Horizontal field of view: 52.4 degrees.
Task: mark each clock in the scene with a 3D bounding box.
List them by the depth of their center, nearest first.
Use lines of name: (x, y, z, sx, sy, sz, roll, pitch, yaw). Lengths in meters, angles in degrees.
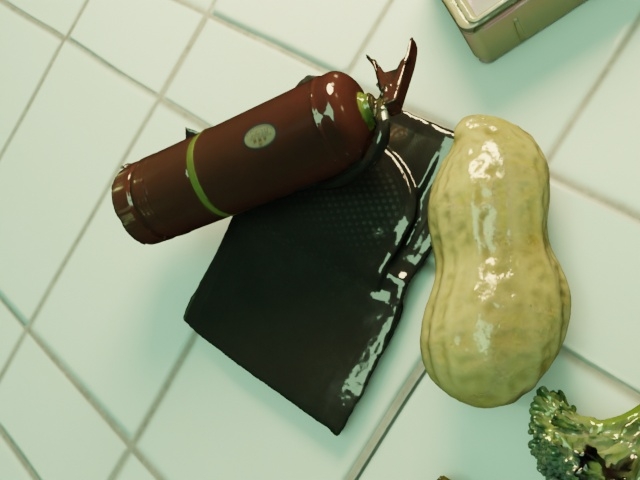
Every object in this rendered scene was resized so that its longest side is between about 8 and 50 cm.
clock: (0.200, -0.286, 0.624, 0.192, 0.071, 0.147, -31, 65, 19)

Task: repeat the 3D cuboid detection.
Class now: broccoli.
broccoli: (0.251, 0.130, 0.489, 0.204, 0.118, 0.122, -39, 37, -2)

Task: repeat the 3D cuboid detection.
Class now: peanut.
peanut: (0.150, 0.014, 0.558, 0.123, 0.123, 0.257, -3, 69, 29)

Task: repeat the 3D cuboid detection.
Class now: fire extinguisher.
fire extinguisher: (-0.054, -0.098, 0.661, 0.341, 0.105, 0.142, -19, 62, 26)

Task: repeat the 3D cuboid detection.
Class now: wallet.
wallet: (0.000, 0.000, 0.687, 0.247, 0.041, 0.323, 28, 95, 33)

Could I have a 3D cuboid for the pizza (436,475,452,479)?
pizza: (0.106, 0.314, 0.536, 0.188, 0.081, 0.204, -24, 55, -2)
